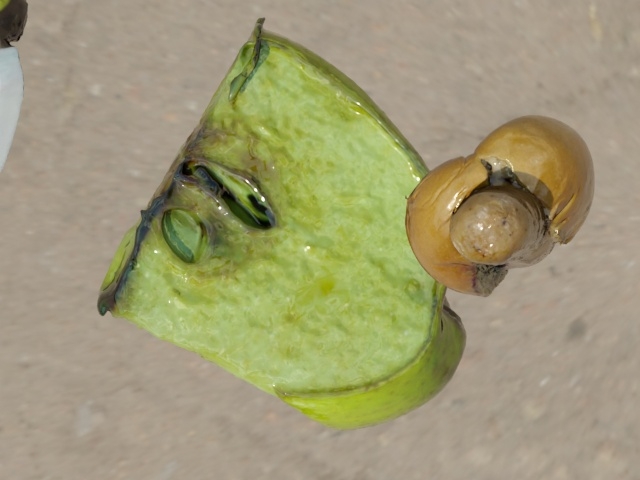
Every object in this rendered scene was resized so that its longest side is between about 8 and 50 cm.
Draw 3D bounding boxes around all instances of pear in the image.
[{"bbox_3d":[0.000,0.000,1.345,0.255,0.164,0.238,27,86,-3],"label":"pear"}]

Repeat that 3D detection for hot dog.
[{"bbox_3d":[0.081,-0.014,0.803,0.090,0.140,0.060,-34,74,-1],"label":"hot dog"}]

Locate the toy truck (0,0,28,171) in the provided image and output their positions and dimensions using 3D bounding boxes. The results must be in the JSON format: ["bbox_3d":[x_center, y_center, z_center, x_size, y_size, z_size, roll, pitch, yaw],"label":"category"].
[{"bbox_3d":[-0.138,-0.067,0.548,0.077,0.076,0.111,-20,64,-29],"label":"toy truck"}]
